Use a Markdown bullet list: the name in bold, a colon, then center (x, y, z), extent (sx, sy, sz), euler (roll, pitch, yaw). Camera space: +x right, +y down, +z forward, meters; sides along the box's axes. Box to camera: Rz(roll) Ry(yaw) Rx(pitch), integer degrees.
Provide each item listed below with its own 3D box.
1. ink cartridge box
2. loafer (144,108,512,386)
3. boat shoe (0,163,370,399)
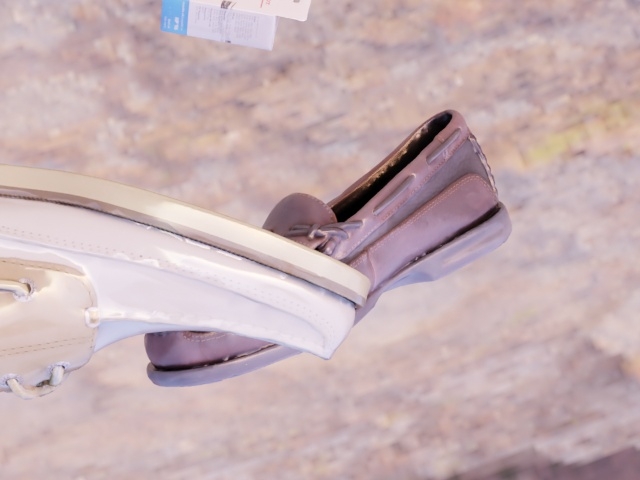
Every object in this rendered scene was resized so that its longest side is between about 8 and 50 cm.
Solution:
- **ink cartridge box**: center (-0.047, -0.139, 1.048), extent (0.083, 0.048, 0.028), euler (10, 136, 1)
- **loafer**: center (0.000, 0.000, 1.121), extent (0.109, 0.095, 0.302), euler (-2, -163, 46)
- **boat shoe**: center (-0.133, 0.020, 0.803), extent (0.302, 0.103, 0.113), euler (13, 172, 2)
